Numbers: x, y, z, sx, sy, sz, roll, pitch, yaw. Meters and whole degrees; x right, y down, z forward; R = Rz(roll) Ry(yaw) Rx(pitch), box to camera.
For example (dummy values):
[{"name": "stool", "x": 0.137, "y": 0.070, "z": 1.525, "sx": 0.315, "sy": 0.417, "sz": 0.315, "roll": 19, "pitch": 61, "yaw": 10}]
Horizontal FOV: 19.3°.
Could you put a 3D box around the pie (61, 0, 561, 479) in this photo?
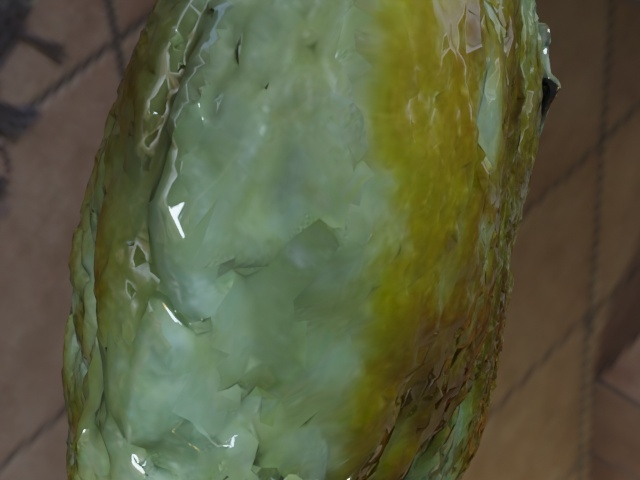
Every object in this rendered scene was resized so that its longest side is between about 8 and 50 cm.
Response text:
[{"name": "pie", "x": 0.003, "y": -0.009, "z": 0.492, "sx": 0.274, "sy": 0.105, "sz": 0.257, "roll": 67, "pitch": 43, "yaw": -73}]
